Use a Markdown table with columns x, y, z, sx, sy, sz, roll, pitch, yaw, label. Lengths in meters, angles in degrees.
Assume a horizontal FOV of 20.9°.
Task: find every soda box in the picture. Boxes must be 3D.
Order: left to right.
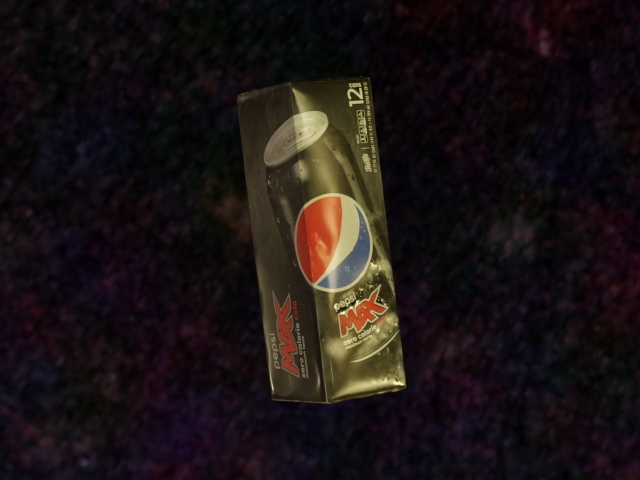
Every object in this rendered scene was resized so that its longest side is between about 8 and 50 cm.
| x | y | z | sx | sy | sz | roll | pitch | yaw | label |
| --- | --- | --- | --- | --- | --- | --- | --- | --- | --- |
| 0.000 | 0.000 | 0.923 | 0.060 | 0.053 | 0.169 | -6 | 92 | 57 | soda box |
